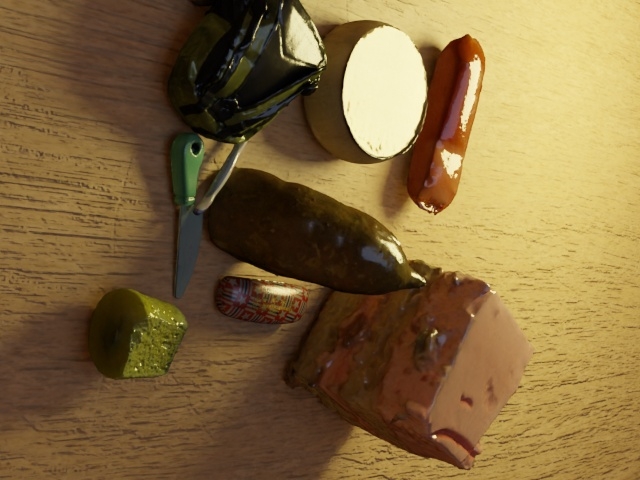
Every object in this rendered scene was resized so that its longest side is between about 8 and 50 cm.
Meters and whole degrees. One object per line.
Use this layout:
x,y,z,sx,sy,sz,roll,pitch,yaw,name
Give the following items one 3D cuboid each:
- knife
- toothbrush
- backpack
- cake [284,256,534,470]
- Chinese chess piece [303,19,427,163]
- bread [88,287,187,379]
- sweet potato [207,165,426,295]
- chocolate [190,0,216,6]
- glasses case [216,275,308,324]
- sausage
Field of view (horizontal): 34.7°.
-0.205,-0.038,1.575,0.063,0.035,0.260,-24,122,-55,knife
-0.133,-0.145,1.611,0.027,0.021,0.269,53,55,-41,toothbrush
-0.109,-0.264,1.540,0.253,0.140,0.207,-51,133,-13,backpack
0.171,0.209,1.820,0.293,0.307,0.314,44,67,-44,cake
0.082,-0.256,1.775,0.250,0.103,0.249,-11,105,-45,Chinese chess piece
-0.269,0.134,1.477,0.114,0.111,0.129,19,103,-52,bread
0.000,0.000,1.635,0.158,0.370,0.157,18,90,-87,sweet potato
-0.169,-0.401,1.528,0.064,0.031,0.100,-18,110,-49,chocolate
-0.091,0.103,1.704,0.194,0.049,0.073,10,91,-48,glasses case
0.239,-0.221,1.959,0.097,0.094,0.348,16,88,-34,sausage
